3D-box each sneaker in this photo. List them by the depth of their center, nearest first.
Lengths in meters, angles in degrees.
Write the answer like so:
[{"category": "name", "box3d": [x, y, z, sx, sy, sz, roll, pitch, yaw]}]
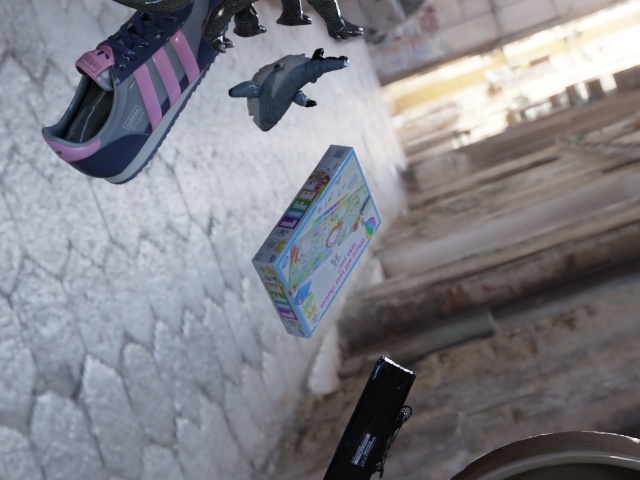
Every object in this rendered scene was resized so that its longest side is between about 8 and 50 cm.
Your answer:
[{"category": "sneaker", "box3d": [-0.215, -0.218, 1.356, 0.112, 0.319, 0.131, 33, 8, 36]}]

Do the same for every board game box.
[{"category": "board game box", "box3d": [0.000, 0.000, 1.062, 0.154, 0.026, 0.103, -57, 141, -32]}]

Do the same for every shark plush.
[{"category": "shark plush", "box3d": [-0.025, -0.176, 1.276, 0.067, 0.161, 0.073, 59, 32, -12]}]

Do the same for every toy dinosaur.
[{"category": "toy dinosaur", "box3d": [-0.042, -0.252, 0.978, 0.121, 0.313, 0.160, -141, -133, -56]}]

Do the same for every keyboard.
[{"category": "keyboard", "box3d": [0.038, 0.216, 1.200, 0.038, 0.192, 0.100, 21, -8, 40]}]

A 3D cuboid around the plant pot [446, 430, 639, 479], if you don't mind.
[{"category": "plant pot", "box3d": [0.172, 0.221, 0.773, 0.110, 0.237, 0.237, -73, 143, -69]}]
